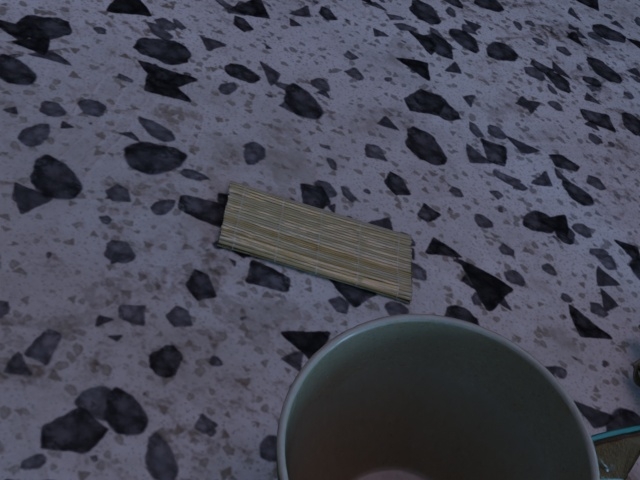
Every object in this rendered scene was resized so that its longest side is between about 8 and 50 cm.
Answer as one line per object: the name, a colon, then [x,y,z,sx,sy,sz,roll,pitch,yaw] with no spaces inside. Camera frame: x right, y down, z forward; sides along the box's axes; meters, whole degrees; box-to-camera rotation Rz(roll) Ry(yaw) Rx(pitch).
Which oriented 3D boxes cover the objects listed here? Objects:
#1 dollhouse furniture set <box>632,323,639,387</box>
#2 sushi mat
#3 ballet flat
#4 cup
dollhouse furniture set: [0.562,0.239,1.620,0.161,0.101,0.182,59,-5,-23]
sushi mat: [0.000,0.000,1.586,0.317,0.019,0.151,17,38,-12]
ballet flat: [0.301,0.321,1.336,0.342,0.116,0.124,-1,66,-30]
cup: [0.105,0.282,1.122,0.331,0.237,0.331,4,52,-6]
